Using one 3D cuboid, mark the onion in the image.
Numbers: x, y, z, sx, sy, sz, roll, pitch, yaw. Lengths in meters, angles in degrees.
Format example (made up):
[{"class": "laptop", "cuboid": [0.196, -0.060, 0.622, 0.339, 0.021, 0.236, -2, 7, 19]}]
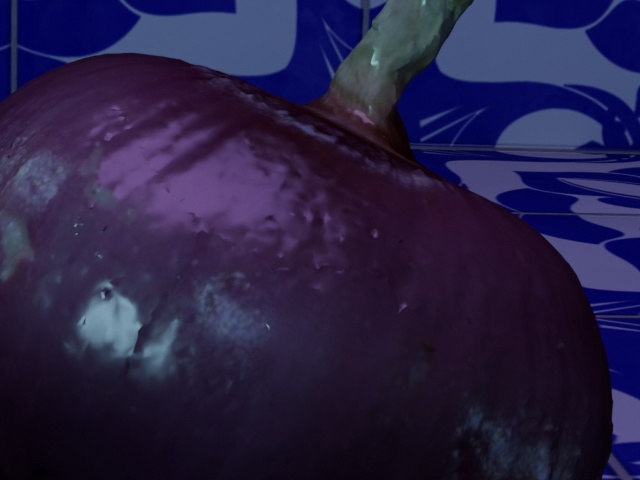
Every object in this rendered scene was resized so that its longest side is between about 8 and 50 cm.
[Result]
[{"class": "onion", "cuboid": [-0.014, 0.035, 0.855, 0.345, 0.358, 0.358, -46, 32, -18]}]
